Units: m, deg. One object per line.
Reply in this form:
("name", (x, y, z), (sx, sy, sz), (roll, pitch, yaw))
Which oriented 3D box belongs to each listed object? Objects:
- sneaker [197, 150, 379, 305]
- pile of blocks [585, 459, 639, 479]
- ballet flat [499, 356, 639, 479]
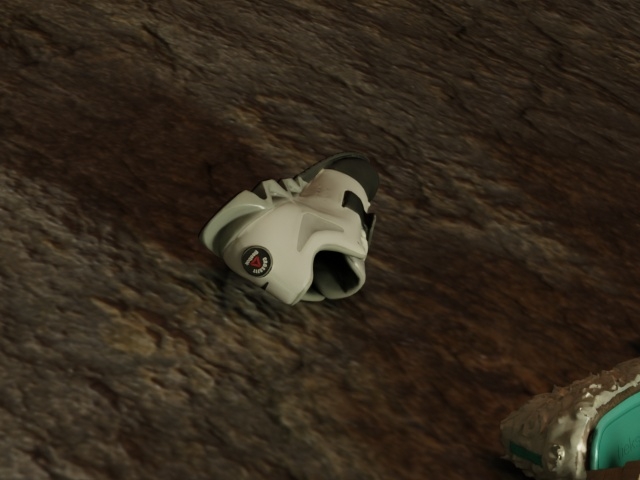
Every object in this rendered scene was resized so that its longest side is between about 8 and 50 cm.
("sneaker", (0.000, 0.000, 1.866), (0.146, 0.122, 0.330), (46, 29, 9))
("pile of blocks", (0.345, 0.291, 1.562), (0.362, 0.149, 0.113), (12, -18, -39))
("ballet flat", (0.325, 0.166, 1.751), (0.147, 0.147, 0.409), (38, 29, 32))
